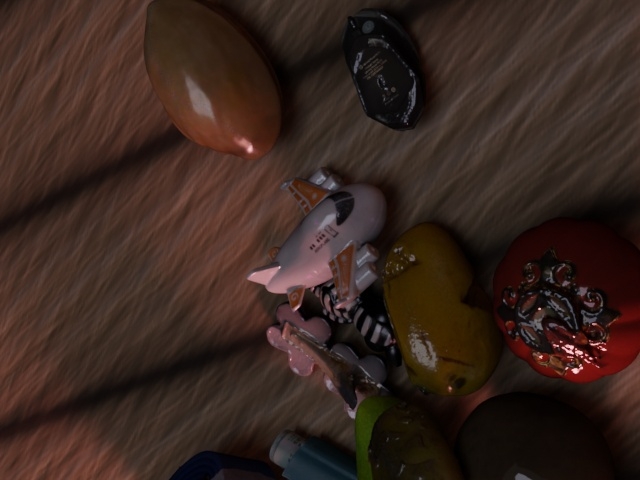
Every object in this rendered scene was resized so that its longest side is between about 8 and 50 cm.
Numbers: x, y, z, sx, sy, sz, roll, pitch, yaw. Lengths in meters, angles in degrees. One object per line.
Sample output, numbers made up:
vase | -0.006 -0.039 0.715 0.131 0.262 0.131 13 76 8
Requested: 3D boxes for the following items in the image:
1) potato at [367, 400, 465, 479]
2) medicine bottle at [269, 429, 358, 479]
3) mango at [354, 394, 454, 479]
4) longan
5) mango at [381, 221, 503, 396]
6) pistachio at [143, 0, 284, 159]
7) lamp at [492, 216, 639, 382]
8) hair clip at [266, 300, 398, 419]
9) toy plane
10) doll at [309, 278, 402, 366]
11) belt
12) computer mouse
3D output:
potato | 0.138 0.345 1.715 0.149 0.113 0.251 -48 41 41
medicine bottle | 0.030 0.411 2.008 0.258 0.079 0.124 28 118 25
mango | 0.144 0.398 1.861 0.156 0.192 0.343 -35 78 58
longan | 0.302 0.341 1.719 0.246 0.215 0.246 -34 42 39
mango | 0.173 0.102 1.778 0.130 0.167 0.262 129 122 -71
pistachio | -0.169 -0.251 1.898 0.181 0.162 0.293 -34 80 18
lamp | 0.337 0.082 1.626 0.227 0.227 0.227 10 109 31
hair clip | 0.015 0.199 1.965 0.257 0.075 0.146 40 138 26
toy plane | 0.000 0.000 1.849 0.244 0.117 0.245 -14 67 39
doll | 0.068 0.111 1.904 0.219 0.067 0.091 38 125 26
belt | -0.206 0.504 2.109 0.347 0.117 0.212 -48 36 38
computer mouse | 0.100 -0.249 1.778 0.106 0.062 0.192 -31 80 37
